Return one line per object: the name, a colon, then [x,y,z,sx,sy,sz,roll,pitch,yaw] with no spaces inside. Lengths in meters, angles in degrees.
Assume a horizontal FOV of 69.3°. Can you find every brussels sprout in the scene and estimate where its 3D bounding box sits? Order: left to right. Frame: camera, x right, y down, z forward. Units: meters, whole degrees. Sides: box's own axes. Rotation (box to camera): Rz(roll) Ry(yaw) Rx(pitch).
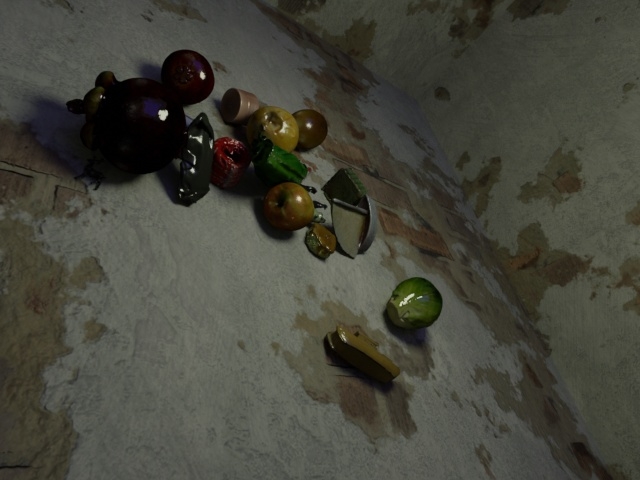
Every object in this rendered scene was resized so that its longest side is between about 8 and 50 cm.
brussels sprout: [0.394,0.274,1.964,0.271,0.210,0.219,-17,63,-36]

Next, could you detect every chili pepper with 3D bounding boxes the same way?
chili pepper: [-0.186,-0.297,1.834,0.213,0.167,0.385,32,1,17]

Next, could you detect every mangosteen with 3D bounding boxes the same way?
mangosteen: [-0.598,-0.370,1.449,0.347,0.307,0.307,21,41,-21]
mangosteen: [-0.543,-0.668,1.914,0.215,0.215,0.257,40,4,-11]

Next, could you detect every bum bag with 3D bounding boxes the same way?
bum bag: [-0.431,-0.281,1.612,0.079,0.326,0.142,11,4,23]

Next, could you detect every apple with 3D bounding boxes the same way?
apple: [-0.119,-0.128,1.813,0.196,0.196,0.196,28,38,-25]

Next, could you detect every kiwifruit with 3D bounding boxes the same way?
kiwifruit: [-0.072,-0.552,2.293,0.196,0.196,0.234,55,33,12]

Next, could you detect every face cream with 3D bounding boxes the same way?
face cream: [-0.360,-0.592,2.057,0.104,0.149,0.149,0,56,-49]

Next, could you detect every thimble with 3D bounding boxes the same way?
thimble: [-0.362,-0.305,1.787,0.163,0.125,0.189,34,36,-15]

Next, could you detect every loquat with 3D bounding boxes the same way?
loquat: [-0.209,-0.468,2.034,0.244,0.244,0.244,28,38,-25]

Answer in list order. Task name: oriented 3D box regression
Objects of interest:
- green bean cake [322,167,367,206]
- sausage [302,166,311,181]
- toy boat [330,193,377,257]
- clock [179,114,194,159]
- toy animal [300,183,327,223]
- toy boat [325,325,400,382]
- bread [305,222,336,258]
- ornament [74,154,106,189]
green bean cake: [0.119,-0.231,2.193,0.094,0.173,0.181,-12,63,-51]
sausage: [-0.083,-0.298,2.166,0.029,0.029,0.223,42,34,-7]
toy boat: [0.139,-0.062,2.047,0.293,0.111,0.276,-12,104,-43]
clock: [-0.518,-0.390,1.684,0.193,0.144,0.073,31,37,-24]
toy animal: [-0.055,-0.159,1.999,0.121,0.094,0.225,-18,70,-52]
toy boat: [0.160,0.407,1.668,0.321,0.089,0.121,35,24,-17]
bread: [0.000,0.000,1.921,0.128,0.069,0.140,32,36,-20]
ornament: [-0.693,-0.215,1.423,0.073,0.028,0.125,31,39,-22]
